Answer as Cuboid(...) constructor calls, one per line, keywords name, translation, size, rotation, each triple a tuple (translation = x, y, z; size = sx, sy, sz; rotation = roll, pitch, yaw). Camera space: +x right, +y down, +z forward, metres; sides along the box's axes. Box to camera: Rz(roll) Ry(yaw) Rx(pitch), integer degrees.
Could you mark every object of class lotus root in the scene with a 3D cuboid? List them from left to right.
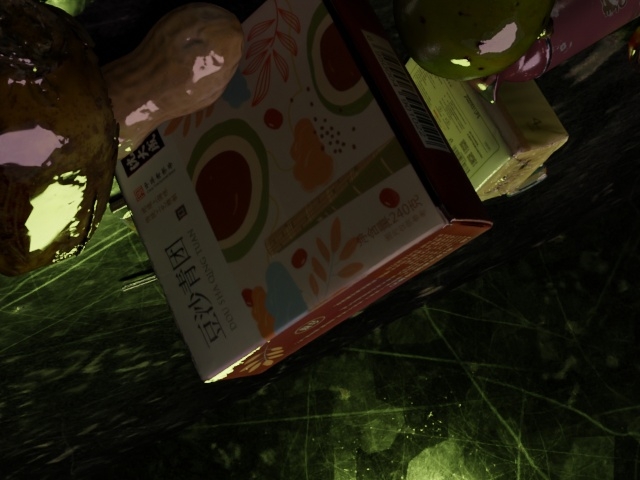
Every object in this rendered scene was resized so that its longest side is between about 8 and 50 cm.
Cuboid(name="lotus root", translation=(-0.305, -0.096, 0.871), size=(0.179, 0.196, 0.397), rotation=(-28, 166, -31))

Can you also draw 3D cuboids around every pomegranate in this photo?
Cuboid(name="pomegranate", translation=(0.151, -0.276, 1.000), size=(0.246, 0.198, 0.198), rotation=(-16, 160, -22))

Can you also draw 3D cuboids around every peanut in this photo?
Cuboid(name="peanut", translation=(-0.192, -0.169, 0.979), size=(0.263, 0.101, 0.117), rotation=(-31, 142, 17))

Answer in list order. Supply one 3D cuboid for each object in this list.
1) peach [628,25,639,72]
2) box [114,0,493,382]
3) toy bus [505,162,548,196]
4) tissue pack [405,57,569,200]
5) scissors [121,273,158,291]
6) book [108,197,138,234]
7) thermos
Cuboid(name="peach", translation=(0.662, -0.392, 1.584), size=(0.279, 0.068, 0.189), rotation=(-12, 150, -32))
Cuboid(name="box", translation=(-0.045, -0.069, 1.059), size=(0.385, 0.345, 0.122), rotation=(-35, 161, 28))
Cuboid(name="toy bus", translation=(0.321, -0.179, 1.527), size=(0.091, 0.182, 0.103), rotation=(-28, 161, 6))
Cuboid(name="tissue pack", translation=(0.230, -0.191, 1.278), size=(0.125, 0.234, 0.159), rotation=(-19, 161, -26))
Cuboid(name="scissors", translation=(-0.227, 0.041, 1.662), size=(0.317, 0.024, 0.160), rotation=(-18, 163, -23))
Cuboid(name="book", translation=(-0.200, -0.075, 1.367), size=(0.228, 0.024, 0.160), rotation=(-25, 160, 1))
Cuboid(name="thermos", translation=(0.320, -0.312, 1.187), size=(0.330, 0.109, 0.136), rotation=(-32, 131, -19))
